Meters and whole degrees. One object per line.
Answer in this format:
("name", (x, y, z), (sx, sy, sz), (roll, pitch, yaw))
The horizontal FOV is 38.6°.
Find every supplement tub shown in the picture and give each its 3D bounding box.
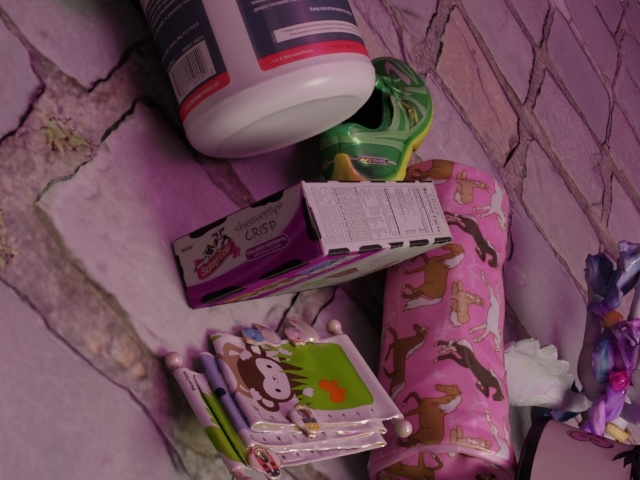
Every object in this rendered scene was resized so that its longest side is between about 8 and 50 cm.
("supplement tub", (-0.075, -0.233, 0.880), (0.191, 0.191, 0.272), (-11, 80, -56))

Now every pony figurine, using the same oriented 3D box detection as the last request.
("pony figurine", (0.372, 0.179, 1.182), (0.363, 0.302, 0.351), (-62, 148, -34))

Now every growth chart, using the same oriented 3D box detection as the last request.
("growth chart", (-0.026, 0.134, 0.813), (0.237, 0.021, 0.172), (-4, 43, -47))

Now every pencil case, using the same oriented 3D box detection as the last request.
("pencil case", (0.134, 0.098, 0.996), (0.167, 0.160, 0.386), (32, 45, -30))

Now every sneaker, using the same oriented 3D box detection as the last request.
("sneaker", (0.065, -0.155, 1.061), (0.295, 0.109, 0.124), (-71, 150, -54))

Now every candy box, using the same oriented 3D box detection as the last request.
("candy box", (0.000, 0.000, 0.870), (0.233, 0.159, 0.071), (-4, 74, -55))

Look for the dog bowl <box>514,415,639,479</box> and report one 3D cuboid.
("dog bowl", (0.285, 0.385, 0.904), (0.408, 0.150, 0.408), (0, 90, -67))
